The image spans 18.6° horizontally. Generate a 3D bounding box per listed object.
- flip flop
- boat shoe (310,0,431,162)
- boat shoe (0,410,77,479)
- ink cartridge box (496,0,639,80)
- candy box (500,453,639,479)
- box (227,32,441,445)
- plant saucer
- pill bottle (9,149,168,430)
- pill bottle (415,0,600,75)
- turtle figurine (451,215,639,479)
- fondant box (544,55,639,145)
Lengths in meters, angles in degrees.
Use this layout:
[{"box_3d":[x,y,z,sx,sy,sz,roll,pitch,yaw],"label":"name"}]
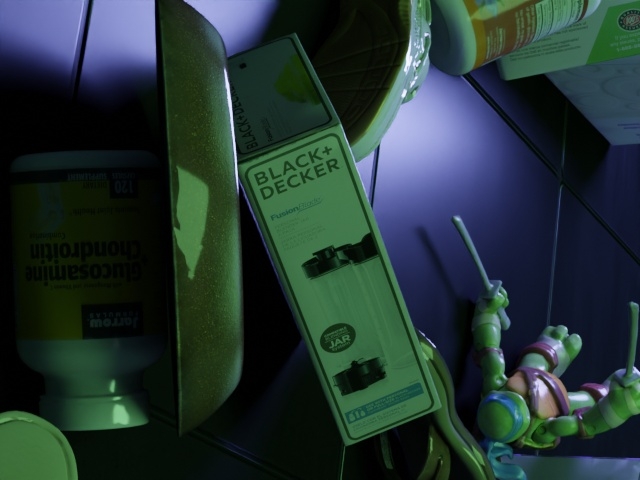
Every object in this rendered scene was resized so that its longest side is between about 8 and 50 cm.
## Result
[{"box_3d":[0.089,0.186,1.821,0.080,0.112,0.277,-41,132,-25],"label":"flip flop"},{"box_3d":[0.057,-0.159,1.767,0.096,0.098,0.277,61,36,-41],"label":"boat shoe"},{"box_3d":[-0.237,0.258,1.177,0.112,0.095,0.335,27,53,-19],"label":"boat shoe"},{"box_3d":[0.256,-0.327,2.049,0.115,0.198,0.273,-77,154,-60],"label":"ink cartridge box"},{"box_3d":[0.297,0.312,2.146,0.196,0.165,0.070,56,41,-47],"label":"candy box"},{"box_3d":[0.000,0.000,1.572,0.169,0.087,0.290,-113,-178,-58],"label":"box"},{"box_3d":[-0.085,-0.021,1.355,0.310,0.050,0.310,176,-90,-85],"label":"plant saucer"},{"box_3d":[-0.155,0.033,1.319,0.103,0.103,0.184,-3,91,-64],"label":"pill bottle"},{"box_3d":[0.197,-0.255,1.917,0.216,0.121,0.121,-26,119,-17],"label":"pill bottle"},{"box_3d":[0.259,0.117,2.053,0.266,0.198,0.274,3,89,-67],"label":"turtle figurine"},{"box_3d":[0.414,-0.214,2.335,0.330,0.238,0.096,31,61,-59],"label":"fondant box"}]
